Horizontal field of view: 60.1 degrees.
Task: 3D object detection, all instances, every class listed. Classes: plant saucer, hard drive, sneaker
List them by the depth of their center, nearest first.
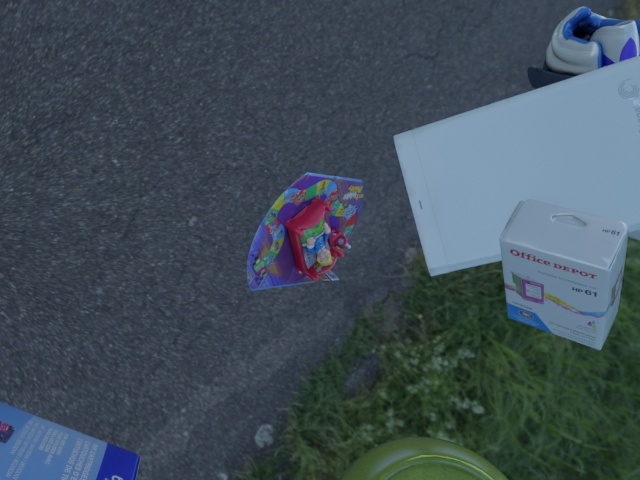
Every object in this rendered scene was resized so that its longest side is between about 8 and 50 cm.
[{"bbox_3d":[0.116,0.308,0.537,0.241,0.037,0.241,4,54,-6],"label":"plant saucer"},{"bbox_3d":[0.268,-0.085,0.720,0.040,0.307,0.203,-17,92,-67],"label":"hard drive"},{"bbox_3d":[0.412,-0.176,0.768,0.236,0.130,0.323,60,11,-56],"label":"sneaker"}]

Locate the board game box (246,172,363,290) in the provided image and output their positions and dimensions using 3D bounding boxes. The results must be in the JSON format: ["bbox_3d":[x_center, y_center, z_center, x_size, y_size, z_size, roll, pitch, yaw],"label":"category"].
[{"bbox_3d":[0.000,0.000,0.571,0.168,0.033,0.133,-2,122,-55],"label":"board game box"}]

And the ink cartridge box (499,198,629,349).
[{"bbox_3d":[0.210,0.031,0.483,0.052,0.088,0.122,-52,140,-26],"label":"ink cartridge box"}]

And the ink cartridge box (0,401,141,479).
[{"bbox_3d":[-0.416,0.364,0.693,0.395,0.151,0.270,29,101,-17],"label":"ink cartridge box"}]
